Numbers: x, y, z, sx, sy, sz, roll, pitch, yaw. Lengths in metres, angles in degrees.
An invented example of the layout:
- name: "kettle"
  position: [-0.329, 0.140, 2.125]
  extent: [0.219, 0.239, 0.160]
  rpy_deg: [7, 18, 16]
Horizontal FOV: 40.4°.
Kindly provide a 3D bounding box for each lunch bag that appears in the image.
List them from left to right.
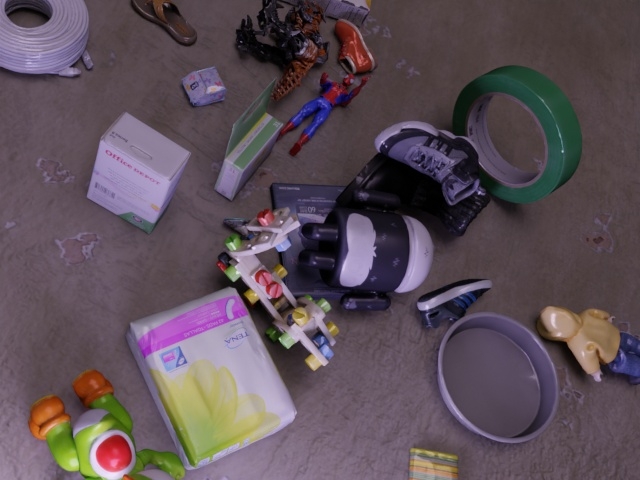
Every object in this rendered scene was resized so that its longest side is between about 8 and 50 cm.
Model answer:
- name: "lunch bag"
  position: [-0.265, -0.348, 1.973]
  extent: [0.083, 0.053, 0.071]
  rpy_deg: [-19, 70, -19]

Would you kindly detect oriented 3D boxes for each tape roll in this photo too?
- name: "tape roll"
  position: [0.456, -0.247, 2.042]
  extent: [0.077, 0.321, 0.321]
  rpy_deg: [-30, 77, -33]

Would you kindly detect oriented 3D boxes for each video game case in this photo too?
- name: "video game case"
  position: [0.000, 0.000, 1.908]
  extent: [0.196, 0.026, 0.274]
  rpy_deg: [1, 62, -21]

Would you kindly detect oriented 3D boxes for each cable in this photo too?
- name: "cable"
  position: [-0.630, -0.475, 1.872]
  extent: [0.257, 0.089, 0.257]
  rpy_deg: [-8, 67, -25]

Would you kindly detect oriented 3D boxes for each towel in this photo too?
- name: "towel"
  position: [0.218, 0.532, 1.714]
  extent: [0.102, 0.021, 0.237]
  rpy_deg: [12, 60, -9]

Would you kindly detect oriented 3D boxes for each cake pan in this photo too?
- name: "cake pan"
  position: [0.377, 0.298, 1.880]
  extent: [0.293, 0.054, 0.293]
  rpy_deg: [9, 61, -17]

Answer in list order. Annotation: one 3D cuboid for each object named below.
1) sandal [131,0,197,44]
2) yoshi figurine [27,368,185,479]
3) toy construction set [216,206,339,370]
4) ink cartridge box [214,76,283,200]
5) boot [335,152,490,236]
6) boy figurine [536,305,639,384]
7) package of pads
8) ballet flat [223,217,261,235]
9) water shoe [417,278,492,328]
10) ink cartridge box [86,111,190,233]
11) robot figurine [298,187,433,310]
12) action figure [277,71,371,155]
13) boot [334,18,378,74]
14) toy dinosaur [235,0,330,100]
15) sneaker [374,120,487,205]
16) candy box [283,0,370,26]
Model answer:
- name: "sandal"
  position: [-0.360, -0.530, 2.033]
  extent: [0.180, 0.049, 0.072]
  rpy_deg: [39, 56, 2]
- name: "yoshi figurine"
  position: [-0.340, 0.411, 1.497]
  extent: [0.362, 0.203, 0.203]
  rpy_deg: [45, 15, 22]
- name: "toy construction set"
  position: [-0.087, 0.085, 1.690]
  extent: [0.151, 0.215, 0.327]
  rpy_deg: [-28, 117, -19]
- name: "ink cartridge box"
  position: [-0.142, -0.211, 1.837]
  extent: [0.056, 0.235, 0.171]
  rpy_deg: [34, 56, 2]
- name: "boot"
  position: [0.220, -0.096, 1.964]
  extent: [0.260, 0.131, 0.348]
  rpy_deg: [47, 49, 7]
- name: "boy figurine"
  position: [0.627, 0.236, 1.991]
  extent: [0.285, 0.092, 0.177]
  rpy_deg: [23, 58, -8]
- name: "package of pads"
  position: [-0.203, 0.254, 1.646]
  extent: [0.229, 0.101, 0.296]
  rpy_deg: [-19, 73, -28]
- name: "ballet flat"
  position: [-0.151, -0.030, 1.857]
  extent: [0.114, 0.041, 0.041]
  rpy_deg: [-2, 64, -22]
- name: "water shoe"
  position: [0.301, 0.140, 1.939]
  extent: [0.203, 0.073, 0.080]
  rpy_deg: [-16, 97, -28]
- name: "ink cartridge box"
  position: [-0.363, -0.130, 1.719]
  extent: [0.154, 0.212, 0.093]
  rpy_deg: [31, 56, -3]
- name: "robot figurine"
  position: [0.098, 0.021, 1.822]
  extent: [0.278, 0.209, 0.173]
  rpy_deg: [5, 40, -18]
- name: "action figure"
  position: [0.013, -0.328, 2.026]
  extent: [0.091, 0.139, 0.280]
  rpy_deg: [40, 54, 1]
- name: "boot"
  position: [0.069, -0.485, 2.177]
  extent: [0.085, 0.059, 0.157]
  rpy_deg: [-27, 77, -26]
- name: "toy dinosaur"
  position: [-0.070, -0.472, 2.067]
  extent: [0.218, 0.164, 0.321]
  rpy_deg: [29, 33, -24]
- name: "sneaker"
  position: [0.248, -0.163, 1.867]
  extent: [0.269, 0.101, 0.153]
  rpy_deg: [8, 48, -30]
- name: "candy box"
  position: [0.015, -0.662, 2.239]
  extent: [0.234, 0.071, 0.159]
  rpy_deg: [15, 58, -14]
